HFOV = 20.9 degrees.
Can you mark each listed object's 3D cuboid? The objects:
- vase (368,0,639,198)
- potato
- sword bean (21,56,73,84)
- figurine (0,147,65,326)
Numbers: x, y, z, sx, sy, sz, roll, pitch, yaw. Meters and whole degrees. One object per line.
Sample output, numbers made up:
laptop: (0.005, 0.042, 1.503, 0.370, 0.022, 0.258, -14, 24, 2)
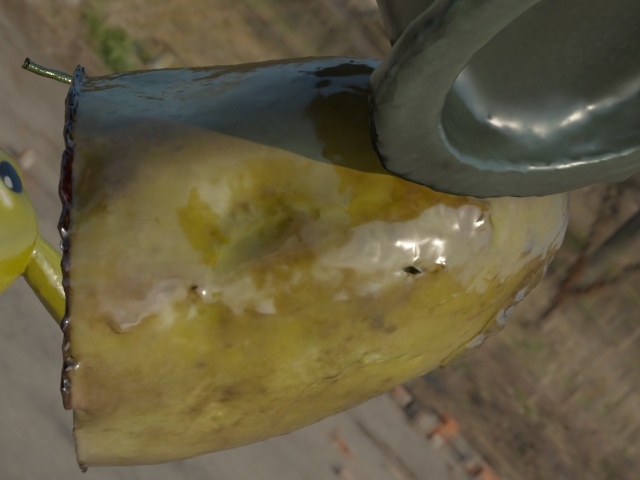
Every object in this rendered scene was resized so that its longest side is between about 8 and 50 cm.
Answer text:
vase: (0.100, -0.196, 0.755, 0.245, 0.245, 0.291, 35, 36, -61)
potato: (0.000, 0.000, 0.896, 0.229, 0.266, 0.229, 175, -90, -86)
sword bean: (-0.184, -0.120, 1.298, 0.083, 0.012, 0.012, 16, 20, -24)
figurine: (-0.344, -0.035, 1.408, 0.218, 0.169, 0.327, -19, 50, -38)
